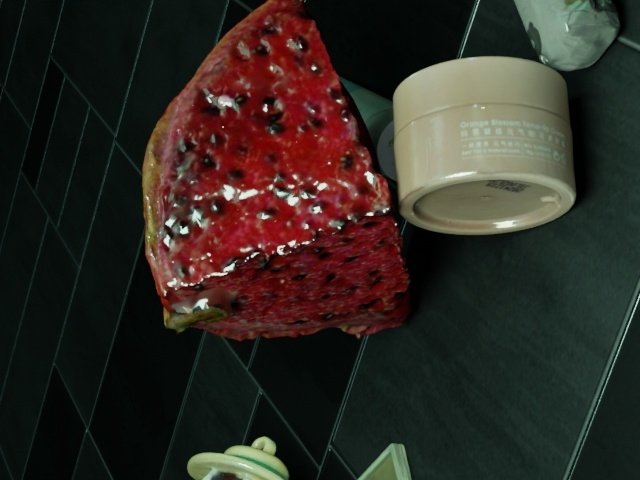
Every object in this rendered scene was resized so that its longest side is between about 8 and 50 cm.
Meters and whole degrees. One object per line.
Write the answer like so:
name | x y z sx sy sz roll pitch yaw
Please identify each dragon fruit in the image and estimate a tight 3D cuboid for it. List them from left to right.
dragon fruit | 0.000 0.000 1.342 0.302 0.330 0.240 -50 46 -9

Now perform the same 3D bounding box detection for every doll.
doll | -0.089 0.342 1.514 0.208 0.144 0.271 -44 33 11

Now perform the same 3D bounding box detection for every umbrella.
umbrella | 0.174 -0.293 1.307 0.073 0.067 0.337 -50 47 43

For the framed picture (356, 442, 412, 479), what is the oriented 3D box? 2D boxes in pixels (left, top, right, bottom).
framed picture | 0.043 0.311 1.461 0.203 0.015 0.150 -54 37 41

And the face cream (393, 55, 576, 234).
face cream | 0.136 -0.076 1.254 0.149 0.149 0.104 -32 55 56

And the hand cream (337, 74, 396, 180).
hand cream | 0.039 -0.114 1.578 0.312 0.070 0.111 -143 64 -69
